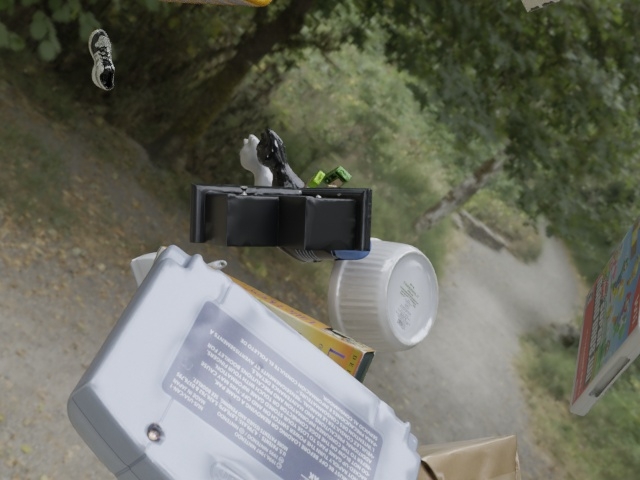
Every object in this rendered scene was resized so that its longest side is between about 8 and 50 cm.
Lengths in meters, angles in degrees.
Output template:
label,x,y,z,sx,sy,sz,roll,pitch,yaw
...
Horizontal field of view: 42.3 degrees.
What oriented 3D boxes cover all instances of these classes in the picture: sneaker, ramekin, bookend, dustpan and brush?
label,x,y,z,sx,sy,sz,roll,pitch,yaw
sneaker,-0.293,-0.245,1.126,0.032,0.083,0.037,-22,43,-30
sneaker,0.000,0.000,1.416,0.232,0.081,0.090,21,-35,40
ramekin,0.118,0.098,1.441,0.109,0.207,0.207,0,-20,39
bookend,-0.049,-0.028,0.946,0.157,0.072,0.156,0,3,-29
dustpan and brush,-0.314,0.082,1.881,0.060,0.211,0.147,-28,101,-67

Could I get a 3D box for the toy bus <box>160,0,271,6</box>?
label,x,y,z,sx,sy,sz,roll,pitch,yaw
toy bus,-0.155,-0.368,1.058,0.130,0.108,0.333,14,4,-43

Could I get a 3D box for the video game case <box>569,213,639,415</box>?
label,x,y,z,sx,sy,sz,roll,pitch,yaw
video game case,0.404,0.098,1.130,0.025,0.204,0.285,15,-31,7

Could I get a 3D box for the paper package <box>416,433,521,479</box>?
label,x,y,z,sx,sy,sz,roll,pitch,yaw
paper package,0.067,0.357,1.052,0.309,0.325,0.168,8,69,-56

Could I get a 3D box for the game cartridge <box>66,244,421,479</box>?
label,x,y,z,sx,sy,sz,roll,pitch,yaw
game cartridge,-0.048,0.157,0.658,0.294,0.060,0.196,41,35,-15

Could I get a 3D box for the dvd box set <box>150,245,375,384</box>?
label,x,y,z,sx,sy,sz,roll,pitch,yaw
dvd box set,-0.150,0.229,1.384,0.420,0.307,0.062,24,7,23

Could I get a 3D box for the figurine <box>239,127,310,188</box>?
label,x,y,z,sx,sy,sz,roll,pitch,yaw
figurine,-0.097,-0.131,1.737,0.209,0.092,0.215,66,-19,-11

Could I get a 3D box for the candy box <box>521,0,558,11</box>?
label,x,y,z,sx,sy,sz,roll,pitch,yaw
candy box,0.333,-0.426,1.170,0.159,0.071,0.233,57,-7,-12

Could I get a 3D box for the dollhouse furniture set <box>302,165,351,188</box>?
label,x,y,z,sx,sy,sz,roll,pitch,yaw
dollhouse furniture set,-0.004,-0.076,1.560,0.076,0.151,0.058,41,-33,-12
